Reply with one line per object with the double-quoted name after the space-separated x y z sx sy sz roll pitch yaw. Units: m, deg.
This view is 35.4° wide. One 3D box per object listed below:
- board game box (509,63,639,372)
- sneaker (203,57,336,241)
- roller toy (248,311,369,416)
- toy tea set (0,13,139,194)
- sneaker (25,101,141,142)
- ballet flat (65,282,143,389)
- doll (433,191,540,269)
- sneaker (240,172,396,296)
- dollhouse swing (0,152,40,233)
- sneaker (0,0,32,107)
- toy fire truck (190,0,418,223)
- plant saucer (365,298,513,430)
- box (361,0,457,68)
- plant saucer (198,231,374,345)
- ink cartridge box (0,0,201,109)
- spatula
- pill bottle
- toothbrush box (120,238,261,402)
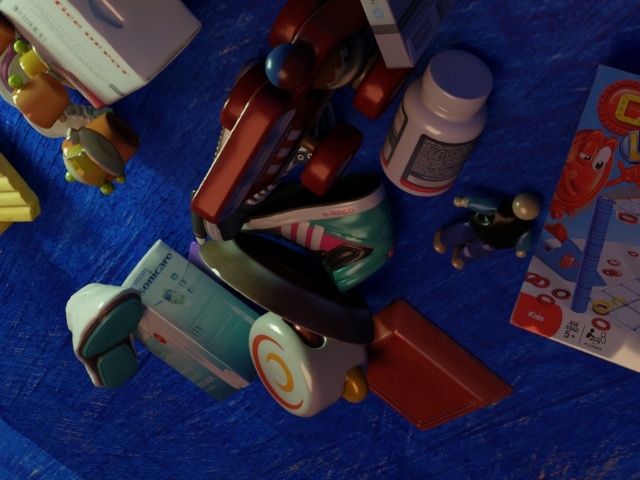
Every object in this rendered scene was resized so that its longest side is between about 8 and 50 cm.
0.401 -0.001 1.083 0.308 0.086 0.302 20 100 18 "board game box"
-0.068 -0.102 1.425 0.153 0.099 0.282 22 117 11 "sneaker"
-0.015 0.193 1.732 0.209 0.146 0.191 -1 113 57 "roller toy"
-0.415 -0.193 1.488 0.124 0.200 0.336 -39 93 15 "toy tea set"
-0.383 -0.198 1.623 0.094 0.080 0.212 -18 150 31 "sneaker"
-0.406 0.156 1.828 0.139 0.139 0.400 30 153 6 "ballet flat"
0.233 -0.020 1.390 0.129 0.046 0.189 41 145 -12 "doll"
0.000 0.000 1.545 0.295 0.124 0.178 -4 122 40 "sneaker"
-0.777 -0.083 1.935 0.305 0.315 0.347 19 148 55 "dollhouse swing"
-0.510 -0.343 1.573 0.152 0.114 0.305 39 156 37 "sneaker"
-0.026 -0.168 1.193 0.169 0.254 0.302 37 116 4 "toy fire truck"
0.163 0.235 1.756 0.258 0.048 0.259 39 146 -8 "plant saucer"
0.085 -0.303 1.078 0.038 0.145 0.186 4 137 34 "box"
-0.043 0.064 1.575 0.310 0.050 0.310 27 -171 -5 "plant saucer"
-0.303 -0.300 1.350 0.207 0.117 0.283 47 162 -18 "ink cartridge box"
-0.205 -0.003 1.760 0.084 0.030 0.296 27 153 12 "spatula"
0.148 -0.147 1.250 0.108 0.108 0.180 30 145 5 "pill bottle"
-0.247 0.159 1.907 0.295 0.126 0.216 39 153 -6 "toothbrush box"
